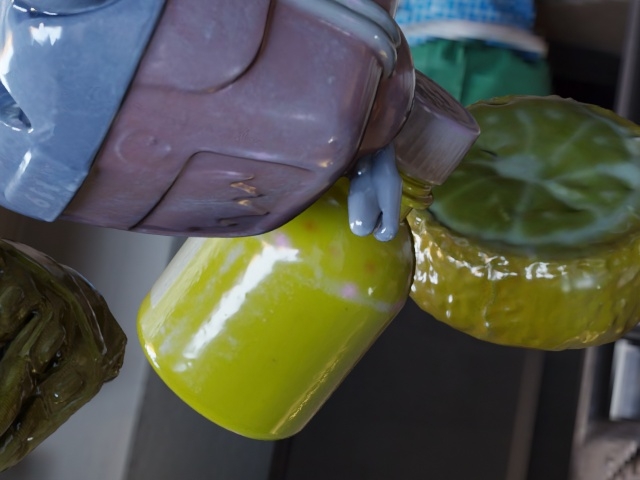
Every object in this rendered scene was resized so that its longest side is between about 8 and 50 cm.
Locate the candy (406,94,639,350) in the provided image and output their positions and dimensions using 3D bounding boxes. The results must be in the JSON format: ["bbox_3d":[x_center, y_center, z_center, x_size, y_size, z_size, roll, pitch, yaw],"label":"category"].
[{"bbox_3d":[0.177,-0.018,1.224,0.259,0.260,0.118,7,131,15],"label":"candy"}]

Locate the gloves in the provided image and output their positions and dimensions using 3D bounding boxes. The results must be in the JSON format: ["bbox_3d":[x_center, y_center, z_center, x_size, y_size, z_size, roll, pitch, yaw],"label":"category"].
[{"bbox_3d":[-0.226,0.073,1.070,0.154,0.141,0.331,47,180,6],"label":"gloves"}]

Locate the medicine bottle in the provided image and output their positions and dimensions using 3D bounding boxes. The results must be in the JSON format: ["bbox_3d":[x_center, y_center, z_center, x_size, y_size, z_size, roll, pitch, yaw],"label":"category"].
[{"bbox_3d":[0.000,0.000,0.837,0.122,0.212,0.122,34,-162,-13],"label":"medicine bottle"}]

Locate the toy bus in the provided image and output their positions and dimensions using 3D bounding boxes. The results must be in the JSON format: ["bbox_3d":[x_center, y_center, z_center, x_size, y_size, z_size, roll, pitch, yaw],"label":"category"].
[{"bbox_3d":[-0.056,-0.138,0.711,0.231,0.294,0.197,16,153,-19],"label":"toy bus"}]
